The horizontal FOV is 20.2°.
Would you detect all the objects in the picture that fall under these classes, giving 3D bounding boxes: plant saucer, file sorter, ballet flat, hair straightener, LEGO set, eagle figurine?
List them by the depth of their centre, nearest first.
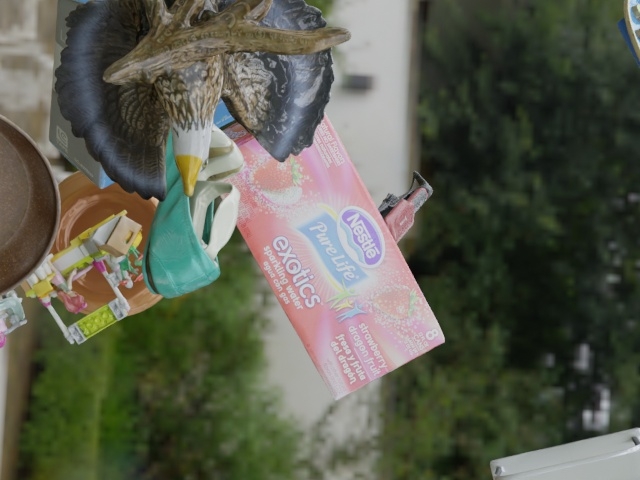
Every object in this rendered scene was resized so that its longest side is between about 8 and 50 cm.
[{"bbox_3d":[-0.313,-0.035,1.477,0.036,0.198,0.199,-102,-166,-58],"label":"plant saucer"},{"bbox_3d":[-0.109,-0.143,1.517,0.225,0.226,0.298,-58,179,-3],"label":"eagle figurine"},{"bbox_3d":[-0.116,-0.053,1.740,0.083,0.087,0.247,62,24,-50],"label":"ballet flat"},{"bbox_3d":[-0.250,0.049,1.973,0.107,0.287,0.132,58,40,-6],"label":"LEGO set"},{"bbox_3d":[0.326,0.385,2.156,0.173,0.192,0.278,22,54,-82],"label":"file sorter"},{"bbox_3d":[-0.271,0.002,2.308,0.037,0.200,0.200,-133,-134,-86],"label":"plant saucer"},{"bbox_3d":[0.088,-0.042,2.418,0.047,0.089,0.230,68,25,-17],"label":"hair straightener"}]

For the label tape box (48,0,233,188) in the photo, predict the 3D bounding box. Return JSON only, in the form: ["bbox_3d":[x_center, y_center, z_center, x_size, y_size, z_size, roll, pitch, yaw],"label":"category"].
[{"bbox_3d":[-0.179,-0.255,2.082,0.115,0.249,0.348,41,-37,26],"label":"label tape box"}]

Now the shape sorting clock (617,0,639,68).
[{"bbox_3d":[0.411,-0.198,2.052,0.040,0.206,0.206,-32,-140,34],"label":"shape sorting clock"}]

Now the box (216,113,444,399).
[{"bbox_3d":[0.000,0.000,1.959,0.300,0.142,0.154,61,1,-13],"label":"box"}]
